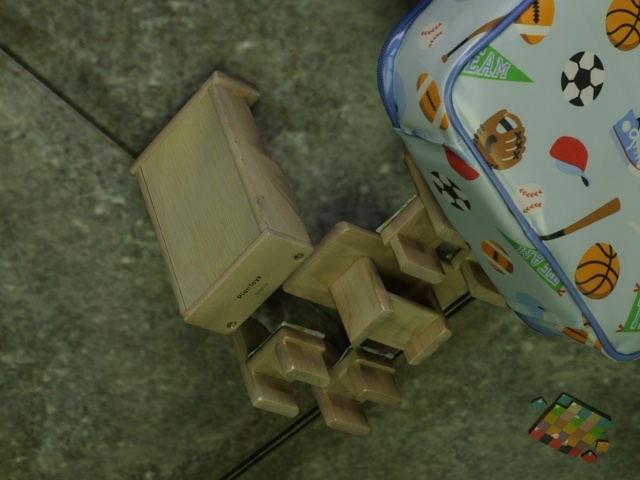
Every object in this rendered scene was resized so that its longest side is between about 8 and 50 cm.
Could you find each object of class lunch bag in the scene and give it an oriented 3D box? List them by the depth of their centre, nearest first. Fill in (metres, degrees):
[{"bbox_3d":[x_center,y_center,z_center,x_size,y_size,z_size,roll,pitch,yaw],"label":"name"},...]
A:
[{"bbox_3d":[0.195,-0.080,1.327,0.243,0.115,0.303,-45,122,-15],"label":"lunch bag"}]

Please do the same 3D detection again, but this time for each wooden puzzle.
[{"bbox_3d":[0.206,0.154,1.592,0.083,0.006,0.049,28,120,-18],"label":"wooden puzzle"}]

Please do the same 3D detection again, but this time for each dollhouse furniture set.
[{"bbox_3d":[0.000,0.000,1.438,0.242,0.161,0.212,21,125,-40],"label":"dollhouse furniture set"}]
